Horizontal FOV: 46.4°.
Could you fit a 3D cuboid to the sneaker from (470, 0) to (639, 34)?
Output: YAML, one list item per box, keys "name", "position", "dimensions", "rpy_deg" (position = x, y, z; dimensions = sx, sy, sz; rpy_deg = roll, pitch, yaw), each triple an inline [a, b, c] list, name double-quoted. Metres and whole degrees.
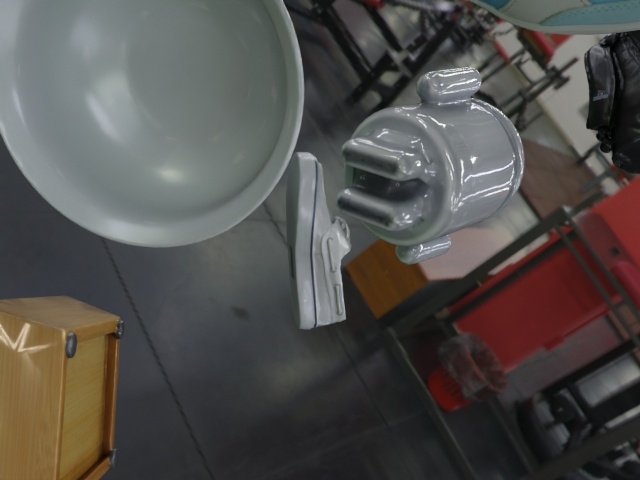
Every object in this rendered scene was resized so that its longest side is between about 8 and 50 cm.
- name: "sneaker"
  position: [0.072, -0.172, 0.370]
  dimensions: [0.318, 0.127, 0.208]
  rpy_deg: [15, 22, 15]

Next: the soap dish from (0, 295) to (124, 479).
- name: "soap dish"
  position: [-0.298, 0.177, 0.802]
  dimensions: [0.291, 0.118, 0.229]
  rpy_deg: [132, -39, -86]

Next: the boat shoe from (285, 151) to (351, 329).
- name: "boat shoe"
  position: [0.000, 0.000, 1.030]
  dimensions: [0.084, 0.258, 0.095]
  rpy_deg: [-6, 28, -11]

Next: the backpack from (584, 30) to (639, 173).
- name: "backpack"
  position: [0.389, -0.176, 0.890]
  dimensions: [0.115, 0.151, 0.182]
  rpy_deg: [42, 32, -42]

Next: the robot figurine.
- name: "robot figurine"
  position: [0.174, -0.108, 1.122]
  dimensions: [0.199, 0.300, 0.353]
  rpy_deg: [26, 29, 34]

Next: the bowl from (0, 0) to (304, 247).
- name: "bowl"
  position: [-0.144, -0.152, 0.697]
  dimensions: [0.298, 0.298, 0.134]
  rpy_deg: [49, 22, -4]
